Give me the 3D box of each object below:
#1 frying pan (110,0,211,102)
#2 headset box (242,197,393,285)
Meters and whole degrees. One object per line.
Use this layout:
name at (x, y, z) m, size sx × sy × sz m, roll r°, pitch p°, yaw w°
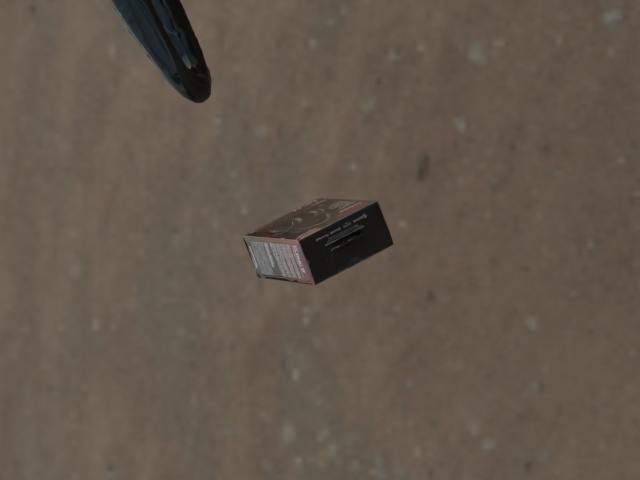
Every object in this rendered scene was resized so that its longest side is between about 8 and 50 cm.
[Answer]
frying pan at (-0.133, -0.216, 0.709) m, size 0.053 × 0.326 × 0.197 m, roll -24°, pitch 26°, yaw 27°
headset box at (0.000, 0.000, 1.143) m, size 0.083 × 0.062 × 0.032 m, roll 4°, pitch 118°, yaw 62°
